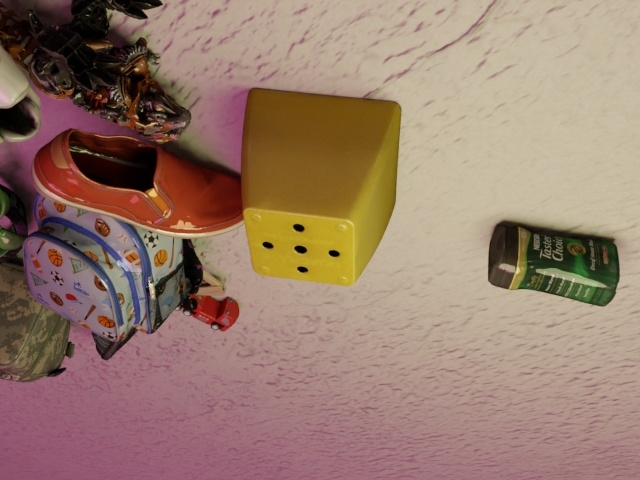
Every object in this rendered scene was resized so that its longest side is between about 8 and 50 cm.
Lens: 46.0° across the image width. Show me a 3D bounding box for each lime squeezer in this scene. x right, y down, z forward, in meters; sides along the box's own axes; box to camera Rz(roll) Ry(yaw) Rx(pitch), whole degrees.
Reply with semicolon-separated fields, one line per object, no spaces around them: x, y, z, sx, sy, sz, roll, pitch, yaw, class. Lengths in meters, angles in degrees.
-0.503;-0.053;1.238;0.059;0.110;0.310;34;150;36;lime squeezer

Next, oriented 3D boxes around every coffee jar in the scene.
0.343;0.035;1.123;0.184;0.096;0.079;9;139;4;coffee jar

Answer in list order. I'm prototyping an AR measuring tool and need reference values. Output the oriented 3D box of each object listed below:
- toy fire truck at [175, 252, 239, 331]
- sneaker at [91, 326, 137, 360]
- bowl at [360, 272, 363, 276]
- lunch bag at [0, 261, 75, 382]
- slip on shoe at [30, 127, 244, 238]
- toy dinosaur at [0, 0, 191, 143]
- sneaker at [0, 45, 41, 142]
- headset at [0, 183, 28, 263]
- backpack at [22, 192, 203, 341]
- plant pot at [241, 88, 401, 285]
-0.222;0.094;1.408;0.192;0.047;0.135;30;138;-22;toy fire truck
-0.421;0.161;1.527;0.106;0.101;0.267;43;146;-2;sneaker
0.000;0.000;1.218;0.142;0.053;0.142;1;141;16;bowl
-0.664;0.163;1.513;0.305;0.213;0.256;15;160;0;lunch bag
-0.234;-0.082;1.076;0.331;0.123;0.101;13;148;-33;slip on shoe
-0.313;-0.226;0.963;0.321;0.164;0.218;8;165;-28;toy dinosaur
-0.446;-0.173;0.999;0.146;0.122;0.330;42;161;-13;sneaker
-0.715;-0.031;1.292;0.394;0.185;0.243;-11;151;-17;headset
-0.343;0.008;1.199;0.276;0.213;0.263;20;127;13;backpack
-0.009;-0.059;1.037;0.212;0.187;0.212;7;141;8;plant pot
